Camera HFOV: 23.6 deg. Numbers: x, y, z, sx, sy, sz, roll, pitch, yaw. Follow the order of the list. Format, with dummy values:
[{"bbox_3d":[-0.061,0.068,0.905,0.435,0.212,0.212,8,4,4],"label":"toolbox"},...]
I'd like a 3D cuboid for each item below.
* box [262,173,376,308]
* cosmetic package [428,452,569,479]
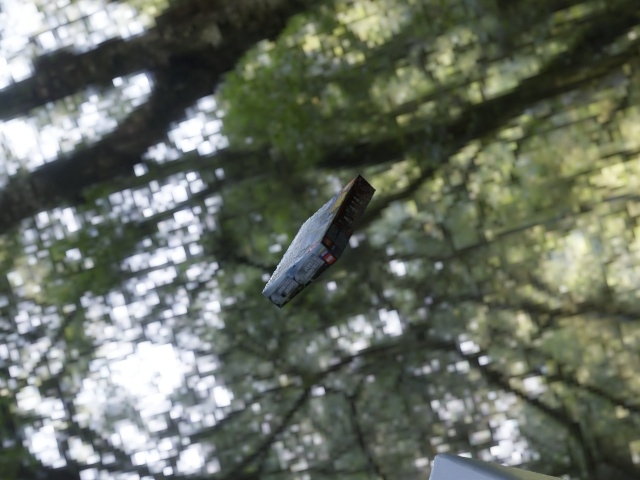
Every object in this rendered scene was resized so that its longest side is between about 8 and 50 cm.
[{"bbox_3d":[0.000,0.000,1.523,0.027,0.094,0.137,42,-144,-9],"label":"box"},{"bbox_3d":[0.138,0.246,0.755,0.138,0.225,0.224,17,-93,-29],"label":"cosmetic package"}]
